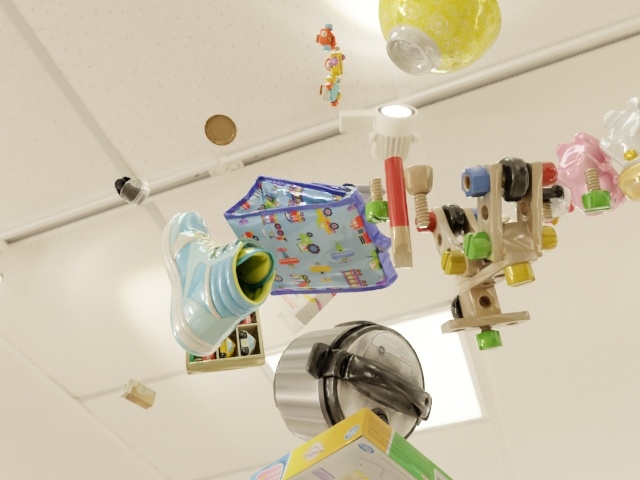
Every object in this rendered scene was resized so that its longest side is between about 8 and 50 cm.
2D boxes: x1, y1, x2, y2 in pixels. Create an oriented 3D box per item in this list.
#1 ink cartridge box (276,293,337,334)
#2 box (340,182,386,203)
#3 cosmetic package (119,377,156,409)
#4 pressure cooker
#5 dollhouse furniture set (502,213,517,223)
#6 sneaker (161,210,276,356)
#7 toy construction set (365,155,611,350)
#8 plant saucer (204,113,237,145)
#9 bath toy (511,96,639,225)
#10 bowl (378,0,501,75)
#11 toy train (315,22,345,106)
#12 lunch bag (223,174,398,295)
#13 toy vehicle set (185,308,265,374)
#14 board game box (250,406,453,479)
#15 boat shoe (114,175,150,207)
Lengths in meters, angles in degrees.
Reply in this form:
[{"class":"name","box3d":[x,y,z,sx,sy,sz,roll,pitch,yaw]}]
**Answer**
[{"class":"ink cartridge box","box3d":[-0.048,0.166,1.544,0.198,0.115,0.067,-45,-47,-8]},{"class":"box","box3d":[0.079,-0.090,1.386,0.136,0.036,0.225,-48,-20,23]},{"class":"cosmetic package","box3d":[-0.631,0.532,1.823,0.041,0.060,0.115,-32,-55,24]},{"class":"pressure cooker","box3d":[0.106,0.435,1.563,0.370,0.375,0.420,-16,-3,-36]},{"class":"dollhouse furniture set","box3d":[0.557,-0.001,1.607,0.144,0.123,0.151,-30,-72,-3]},{"class":"sneaker","box3d":[-0.178,0.029,0.961,0.208,0.319,0.127,-38,-40,22]},{"class":"toy construction set","box3d":[0.204,0.028,0.716,0.309,0.237,0.257,6,-17,-33]},{"class":"plant saucer","box3d":[-0.255,-0.284,1.347,0.084,0.015,0.083,-1,-60,-1]},{"class":"bath toy","box3d":[0.458,-0.105,0.844,0.129,0.151,0.348,24,-23,-16]},{"class":"bowl","box3d":[0.234,-0.463,1.171,0.289,0.289,0.156,39,-104,-29]},{"class":"toy train","box3d":[0.012,-0.383,1.168,0.046,0.125,0.166,5,-87,24]},{"class":"lunch bag","box3d":[0.000,0.000,0.998,0.293,0.138,0.220,4,-46,36]},{"class":"toy vehicle set","box3d":[-0.224,0.178,1.208,0.166,0.266,0.035,-6,-47,-10]},{"class":"board game box","box3d":[0.049,0.468,0.980,0.242,0.064,0.316,43,-63,-15]},{"class":"boat shoe","box3d":[-0.520,-0.140,1.425,0.076,0.228,0.080,35,-91,-27]}]
